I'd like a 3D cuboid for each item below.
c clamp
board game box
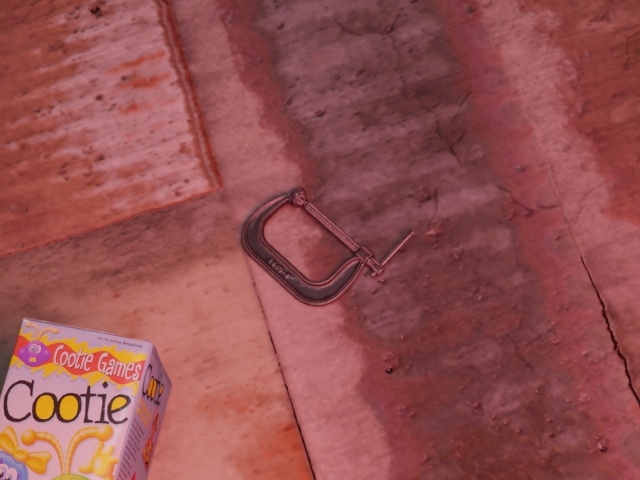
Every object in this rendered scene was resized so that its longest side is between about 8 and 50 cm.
[{"bbox_3d":[0.000,0.000,2.052,0.160,0.022,0.137,36,80,15],"label":"c clamp"},{"bbox_3d":[-0.261,0.240,1.904,0.142,0.144,0.275,10,68,8],"label":"board game box"}]
